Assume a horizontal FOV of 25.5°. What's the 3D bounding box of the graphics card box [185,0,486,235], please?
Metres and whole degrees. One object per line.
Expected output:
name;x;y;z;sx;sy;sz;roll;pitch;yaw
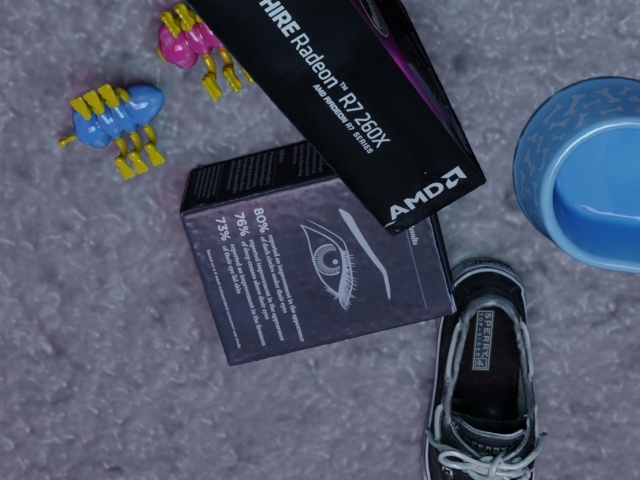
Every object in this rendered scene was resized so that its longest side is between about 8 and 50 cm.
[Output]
graphics card box;-0.027;-0.193;0.997;0.094;0.233;0.371;-30;135;12

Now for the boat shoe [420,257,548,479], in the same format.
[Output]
boat shoe;0.154;0.174;1.295;0.113;0.105;0.306;3;114;-1

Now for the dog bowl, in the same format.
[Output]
dog bowl;0.316;-0.042;1.217;0.297;0.074;0.166;8;114;-3

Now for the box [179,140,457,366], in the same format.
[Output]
box;0.000;0.000;1.218;0.207;0.108;0.153;-13;113;5

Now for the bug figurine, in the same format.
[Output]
bug figurine;-0.171;-0.191;1.138;0.216;0.072;0.279;-18;123;20
